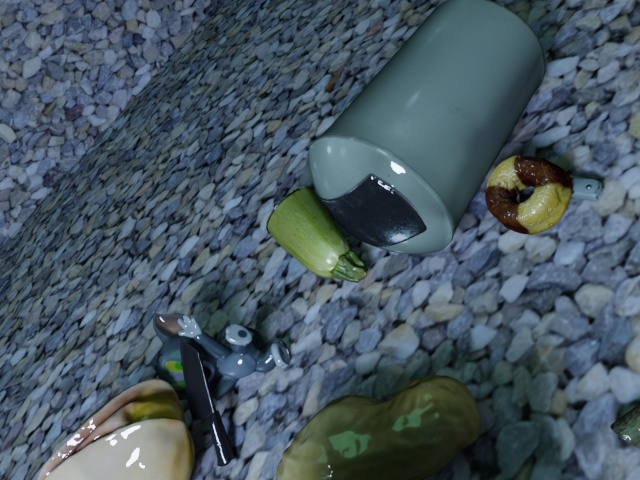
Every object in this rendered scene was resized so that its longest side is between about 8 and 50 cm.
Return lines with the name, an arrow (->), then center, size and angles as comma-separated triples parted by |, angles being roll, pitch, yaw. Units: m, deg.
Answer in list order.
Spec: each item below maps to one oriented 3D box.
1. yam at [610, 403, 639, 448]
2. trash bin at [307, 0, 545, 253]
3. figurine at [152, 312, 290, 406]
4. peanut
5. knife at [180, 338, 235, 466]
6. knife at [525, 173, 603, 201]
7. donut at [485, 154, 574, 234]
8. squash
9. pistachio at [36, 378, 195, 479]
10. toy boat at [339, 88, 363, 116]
yam -> 0.391, 0.207, 0.721 | 0.094, 0.043, 0.043 | -40, 39, 8
trash bin -> 0.178, -0.184, 1.067 | 0.280, 0.280, 0.432 | 16, 63, 47
figurine -> -0.197, 0.207, 1.152 | 0.265, 0.193, 0.140 | -19, 15, 2
peanut -> 0.070, 0.280, 0.863 | 0.319, 0.147, 0.148 | -32, 40, 19
knife -> -0.209, 0.283, 1.083 | 0.060, 0.028, 0.230 | -20, 85, 24
knife -> 0.383, -0.095, 1.009 | 0.162, 0.023, 0.044 | 19, 73, 48
donut -> 0.330, -0.080, 0.996 | 0.140, 0.059, 0.140 | -22, 59, 42
squash -> -0.015, 0.003, 1.195 | 0.137, 0.137, 0.287 | -41, 41, 5
pistachio -> -0.347, 0.391, 1.060 | 0.309, 0.230, 0.230 | -51, 38, 7
toy boat -> 0.062, -0.245, 1.375 | 0.078, 0.085, 0.261 | -10, 50, 36
